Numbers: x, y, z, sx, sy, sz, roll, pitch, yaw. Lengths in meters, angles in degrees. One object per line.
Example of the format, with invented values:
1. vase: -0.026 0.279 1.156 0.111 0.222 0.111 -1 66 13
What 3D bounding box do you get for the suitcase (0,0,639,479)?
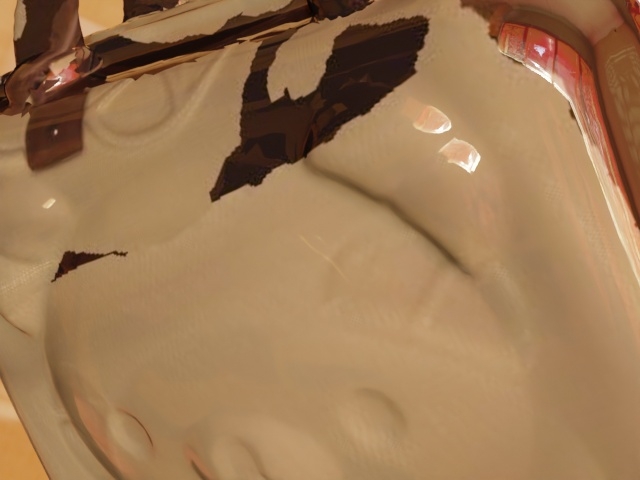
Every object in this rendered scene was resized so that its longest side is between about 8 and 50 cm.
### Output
1. suitcase: 0.000 0.000 0.584 0.352 0.339 0.194 -9 20 36
